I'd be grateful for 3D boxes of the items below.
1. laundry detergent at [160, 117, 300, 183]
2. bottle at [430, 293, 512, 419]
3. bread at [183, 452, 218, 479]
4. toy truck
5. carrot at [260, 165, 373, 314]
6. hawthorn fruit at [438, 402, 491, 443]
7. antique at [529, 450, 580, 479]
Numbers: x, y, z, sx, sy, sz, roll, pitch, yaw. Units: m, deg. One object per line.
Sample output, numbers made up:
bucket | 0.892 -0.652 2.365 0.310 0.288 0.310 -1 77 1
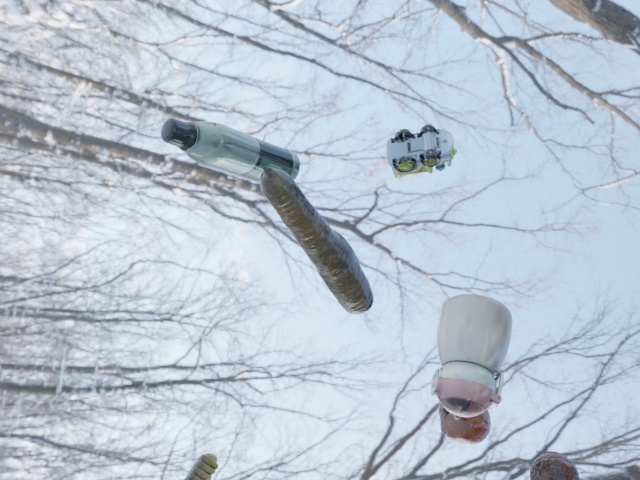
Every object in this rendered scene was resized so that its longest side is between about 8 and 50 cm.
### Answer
laundry detergent | -0.142 -0.138 0.903 0.099 0.226 0.070 16 -88 45
bottle | 0.296 0.239 1.164 0.148 0.148 0.236 -24 -141 48
bread | -0.232 0.449 1.119 0.049 0.033 0.088 20 -116 39
toy truck | 0.168 -0.138 0.958 0.111 0.077 0.076 -7 -125 15
carrot | -0.001 0.001 0.877 0.070 0.342 0.070 -18 -136 18
hawthorn fruit | 0.330 0.403 1.334 0.128 0.128 0.128 -18 -114 49
antique | 0.498 0.503 1.242 0.104 0.104 0.104 -18 -114 49
